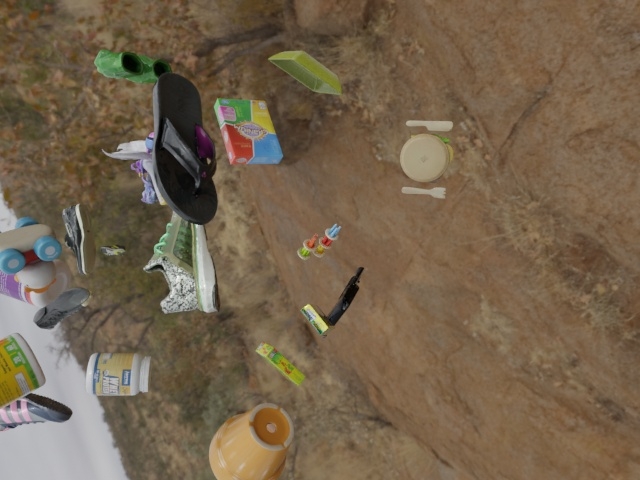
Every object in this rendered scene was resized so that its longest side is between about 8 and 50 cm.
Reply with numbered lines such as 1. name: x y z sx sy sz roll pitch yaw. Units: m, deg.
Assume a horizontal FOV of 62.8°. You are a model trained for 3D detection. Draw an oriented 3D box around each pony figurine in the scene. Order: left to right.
1. pony figurine: -0.736 -0.345 2.321 0.303 0.350 0.364 -108 10 -68

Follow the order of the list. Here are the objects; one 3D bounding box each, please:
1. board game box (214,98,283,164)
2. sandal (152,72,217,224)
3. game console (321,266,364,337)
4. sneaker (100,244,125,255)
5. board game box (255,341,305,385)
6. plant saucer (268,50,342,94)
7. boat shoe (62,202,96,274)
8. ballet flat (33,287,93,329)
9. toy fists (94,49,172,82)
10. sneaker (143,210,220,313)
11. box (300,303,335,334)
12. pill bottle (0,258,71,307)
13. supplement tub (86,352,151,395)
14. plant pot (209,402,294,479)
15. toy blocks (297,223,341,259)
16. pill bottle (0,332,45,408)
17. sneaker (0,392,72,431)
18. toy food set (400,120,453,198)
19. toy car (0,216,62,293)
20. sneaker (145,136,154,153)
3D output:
1. board game box: -0.328 -0.497 2.390 0.064 0.242 0.317 -46 58 52
2. sandal: -0.351 -0.258 1.364 0.107 0.167 0.446 -29 67 42
3. game console: 0.106 0.213 2.048 0.044 0.361 0.213 34 127 2
4. sneaker: -0.719 0.032 1.824 0.035 0.083 0.031 -99 22 -52
5. board game box: -0.144 0.445 1.895 0.181 0.043 0.092 48 160 -24
6. plant saucer: -0.037 -0.499 1.539 0.045 0.188 0.188 -62 32 2
7. boat shoe: -0.784 0.000 1.700 0.084 0.079 0.233 47 -148 -83
8. ballet flat: -0.556 0.147 1.148 0.049 0.173 0.058 39 -146 -48
9. toy fists: -0.662 -0.612 1.847 0.142 0.279 0.096 0 99 24
10. sneaker: -0.401 0.024 1.443 0.158 0.182 0.411 104 149 -57
11. box: -0.010 0.261 1.730 0.105 0.043 0.179 50 -176 13
12. pill bottle: -1.095 0.118 1.906 0.322 0.182 0.182 17 137 9
13. supplement tub: -0.698 0.466 1.829 0.144 0.199 0.145 -177 90 -78
14. plant pot: -0.165 0.529 1.376 0.205 0.205 0.188 56 132 26
15. toy blocks: 0.000 0.000 1.834 0.054 0.123 0.148 59 134 25
16. pill bottle: -0.735 0.313 1.110 0.136 0.245 0.136 28 133 35
17. sneaker: -0.984 0.570 1.720 0.112 0.318 0.131 114 172 -81
18. toy food set: 0.270 -0.210 1.335 0.132 0.038 0.192 7 108 14
19. toy car: -0.935 0.083 1.671 0.219 0.210 0.238 26 129 38
20. sneaker: -0.491 -0.267 1.677 0.081 0.232 0.091 21 95 12
